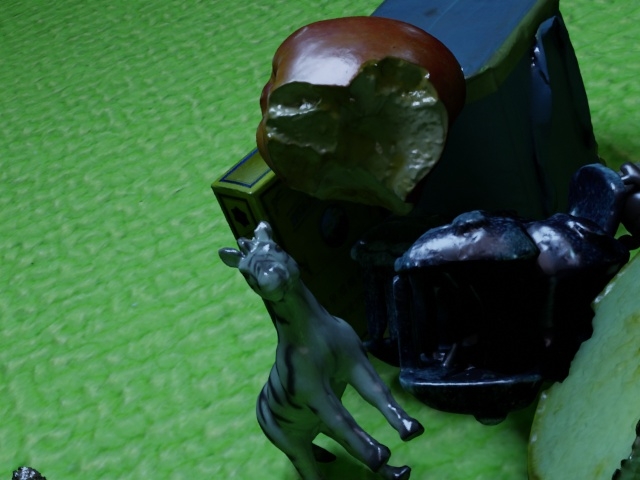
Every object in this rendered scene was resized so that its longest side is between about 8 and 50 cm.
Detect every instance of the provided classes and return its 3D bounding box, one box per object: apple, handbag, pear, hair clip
[{"bbox_3d":[0.030,-0.108,1.012,0.158,0.156,0.147,24,50,-1],"label":"apple"},{"bbox_3d":[0.147,-0.117,1.216,0.222,0.241,0.263,1,37,32],"label":"handbag"},{"bbox_3d":[0.293,0.125,0.788,0.292,0.292,0.159,-33,-8,-18],"label":"pear"},{"bbox_3d":[0.143,0.041,0.988,0.206,0.194,0.310,-4,4,-6],"label":"hair clip"}]

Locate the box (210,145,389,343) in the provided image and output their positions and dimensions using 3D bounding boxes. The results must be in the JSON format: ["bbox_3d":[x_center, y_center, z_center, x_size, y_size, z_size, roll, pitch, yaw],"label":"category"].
[{"bbox_3d":[0.000,0.000,1.143,0.064,0.220,0.141,13,45,45],"label":"box"}]

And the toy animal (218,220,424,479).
[{"bbox_3d":[0.008,0.115,0.956,0.090,0.255,0.170,-28,46,-28],"label":"toy animal"}]

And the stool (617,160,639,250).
[{"bbox_3d":[0.325,-0.020,1.043,0.217,0.125,0.121,13,19,-16],"label":"stool"}]

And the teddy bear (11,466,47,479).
[{"bbox_3d":[-0.253,0.278,1.024,0.119,0.078,0.160,22,66,20],"label":"teddy bear"}]
